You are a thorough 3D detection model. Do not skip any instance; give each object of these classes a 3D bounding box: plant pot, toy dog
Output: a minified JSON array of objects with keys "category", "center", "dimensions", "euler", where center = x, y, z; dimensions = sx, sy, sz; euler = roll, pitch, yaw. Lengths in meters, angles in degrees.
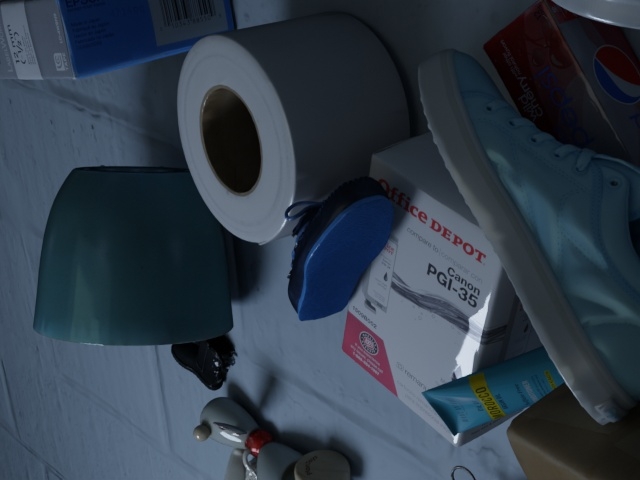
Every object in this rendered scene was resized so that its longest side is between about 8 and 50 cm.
[{"category":"plant pot","center":[-0.272,0.010,1.588],"dimensions":[0.293,0.293,0.235],"euler":[9,99,51]},{"category":"toy dog","center":[-0.098,0.368,1.643],"dimensions":[0.333,0.161,0.220],"euler":[4,111,52]}]

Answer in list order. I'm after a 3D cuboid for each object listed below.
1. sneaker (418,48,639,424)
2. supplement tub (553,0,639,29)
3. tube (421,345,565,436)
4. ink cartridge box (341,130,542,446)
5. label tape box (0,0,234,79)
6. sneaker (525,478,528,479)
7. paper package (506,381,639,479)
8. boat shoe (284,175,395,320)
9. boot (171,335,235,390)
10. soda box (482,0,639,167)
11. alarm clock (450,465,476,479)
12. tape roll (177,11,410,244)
[{"category":"sneaker","center":[0.216,-0.035,0.930],"dimensions":[0.150,0.135,0.366],"euler":[-32,69,15]},{"category":"supplement tub","center":[0.261,-0.307,0.776],"dimensions":[0.191,0.191,0.272],"euler":[31,131,40]},{"category":"tube","center":[0.213,0.141,1.104],"dimensions":[0.207,0.052,0.080],"euler":[-24,122,17]},{"category":"ink cartridge box","center":[0.142,0.049,1.190],"dimensions":[0.207,0.117,0.283],"euler":[38,136,36]},{"category":"label tape box","center":[-0.321,-0.302,1.492],"dimensions":[0.347,0.249,0.115],"euler":[13,119,49]},{"category":"sneaker","center":[0.309,0.372,1.146],"dimensions":[0.290,0.123,0.106],"euler":[48,138,24]},{"category":"paper package","center":[0.336,0.273,0.898],"dimensions":[0.309,0.168,0.325],"euler":[62,171,-7]},{"category":"boat shoe","center":[0.000,0.000,1.165],"dimensions":[0.258,0.109,0.089],"euler":[122,135,-54]},{"category":"boot","center":[-0.192,0.180,1.767],"dimensions":[0.121,0.045,0.099],"euler":[41,140,22]},{"category":"soda box","center":[0.260,-0.096,0.986],"dimensions":[0.092,0.083,0.263],"euler":[-36,79,54]},{"category":"alarm clock","center":[0.218,0.353,1.304],"dimensions":[0.192,0.064,0.129],"euler":[55,143,13]},{"category":"tape roll","center":[-0.036,-0.135,1.269],"dimensions":[0.246,0.169,0.246],"euler":[29,128,46]}]
